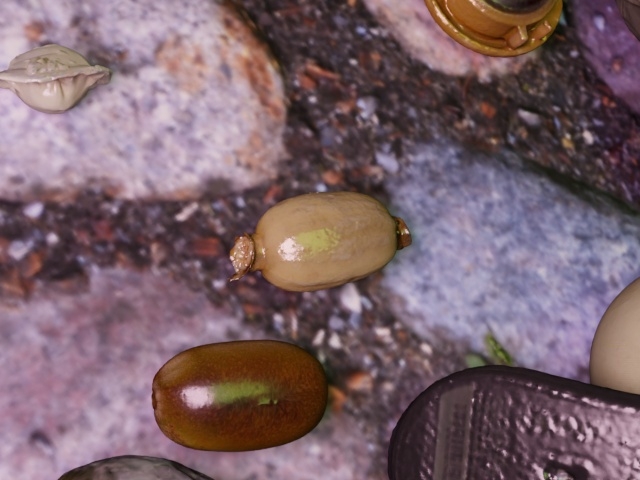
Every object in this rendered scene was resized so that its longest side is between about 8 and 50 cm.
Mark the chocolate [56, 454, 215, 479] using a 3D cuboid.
[{"bbox_3d":[-0.057,0.213,0.541,0.248,0.110,0.110,25,68,-9],"label":"chocolate"}]

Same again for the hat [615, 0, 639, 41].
[{"bbox_3d":[0.341,-0.165,0.821,0.214,0.149,0.245,8,108,-25],"label":"hat"}]

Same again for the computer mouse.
[{"bbox_3d":[0.179,0.165,0.600,0.088,0.264,0.147,10,87,-53],"label":"computer mouse"}]

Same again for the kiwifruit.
[{"bbox_3d":[-0.052,0.106,0.593,0.124,0.075,0.075,2,74,-23],"label":"kiwifruit"}]

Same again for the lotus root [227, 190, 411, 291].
[{"bbox_3d":[0.000,0.000,0.647,0.150,0.062,0.073,-9,78,-24],"label":"lotus root"}]

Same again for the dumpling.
[{"bbox_3d":[-0.191,-0.118,0.614,0.076,0.057,0.052,26,68,-12],"label":"dumpling"}]

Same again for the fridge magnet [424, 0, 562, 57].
[{"bbox_3d":[0.155,-0.231,0.770,0.143,0.063,0.143,4,77,-18],"label":"fridge magnet"}]

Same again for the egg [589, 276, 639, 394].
[{"bbox_3d":[0.325,0.112,0.664,0.253,0.188,0.189,19,69,-21],"label":"egg"}]
